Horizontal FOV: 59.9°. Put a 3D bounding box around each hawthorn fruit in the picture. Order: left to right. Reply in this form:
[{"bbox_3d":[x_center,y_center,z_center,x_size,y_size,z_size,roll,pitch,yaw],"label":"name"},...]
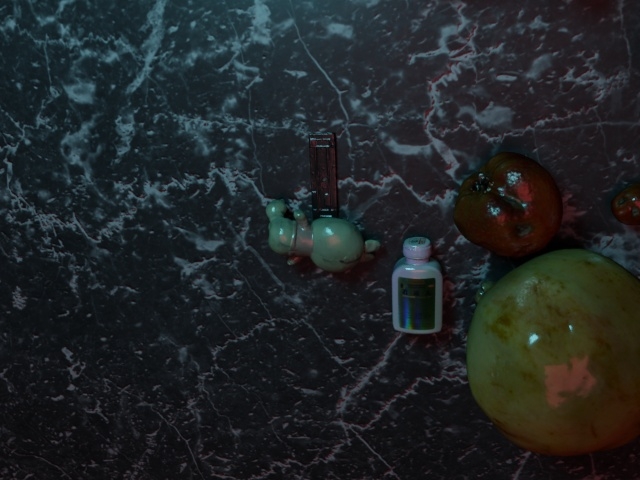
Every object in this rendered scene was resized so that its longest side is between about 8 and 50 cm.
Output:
[{"bbox_3d":[0.398,-0.046,1.117,0.243,0.207,0.207,40,114,-19],"label":"hawthorn fruit"},{"bbox_3d":[0.629,-0.070,1.115,0.092,0.093,0.093,4,111,11],"label":"hawthorn fruit"}]

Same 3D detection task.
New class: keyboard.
[{"bbox_3d":[0.007,-0.140,1.255,0.061,0.013,0.205,2,111,13],"label":"keyboard"}]

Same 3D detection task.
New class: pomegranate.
[{"bbox_3d":[0.471,0.203,1.097,0.410,0.411,0.412,4,111,11],"label":"pomegranate"}]

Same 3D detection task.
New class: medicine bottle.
[{"bbox_3d":[0.221,0.104,1.266,0.115,0.078,0.219,1,111,13],"label":"medicine bottle"}]

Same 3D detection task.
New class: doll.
[{"bbox_3d":[-0.006,0.007,1.256,0.274,0.113,0.155,19,130,3],"label":"doll"}]
